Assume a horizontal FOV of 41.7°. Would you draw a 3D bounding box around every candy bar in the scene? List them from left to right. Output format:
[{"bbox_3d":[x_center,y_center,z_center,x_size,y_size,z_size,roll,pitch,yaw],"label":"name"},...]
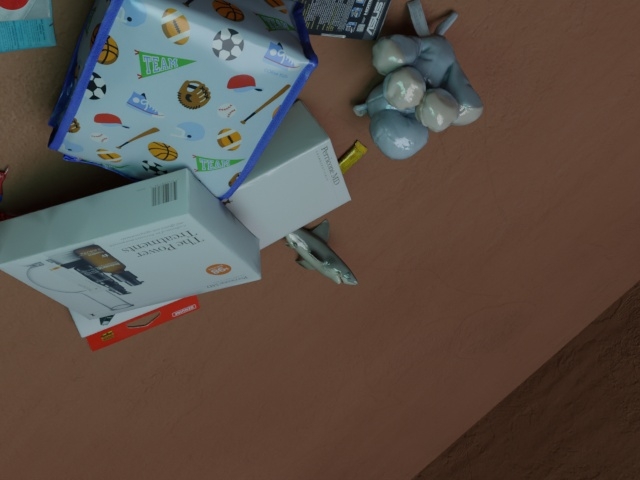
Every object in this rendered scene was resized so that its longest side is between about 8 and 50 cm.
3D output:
[{"bbox_3d":[0.037,-0.157,1.870,0.161,0.018,0.040,-42,136,10],"label":"candy bar"}]

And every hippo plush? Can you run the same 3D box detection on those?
[{"bbox_3d":[0.154,-0.297,1.680,0.234,0.294,0.236,6,150,-34],"label":"hippo plush"}]

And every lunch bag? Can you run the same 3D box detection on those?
[{"bbox_3d":[-0.239,-0.250,1.365,0.328,0.238,0.385,16,130,-22],"label":"lunch bag"}]

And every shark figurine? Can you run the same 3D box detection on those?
[{"bbox_3d":[-0.023,-0.017,1.933,0.116,0.166,0.278,-53,124,-17],"label":"shark figurine"}]

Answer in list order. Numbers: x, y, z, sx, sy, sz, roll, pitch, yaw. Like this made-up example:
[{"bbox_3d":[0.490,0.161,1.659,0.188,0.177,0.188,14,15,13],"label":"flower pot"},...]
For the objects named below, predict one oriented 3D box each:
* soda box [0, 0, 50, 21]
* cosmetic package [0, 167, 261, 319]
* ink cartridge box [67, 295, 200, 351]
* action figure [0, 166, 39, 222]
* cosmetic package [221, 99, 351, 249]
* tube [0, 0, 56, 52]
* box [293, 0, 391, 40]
[{"bbox_3d":[-0.439,-0.394,1.111,0.098,0.286,0.091,-13,135,-25],"label":"soda box"},{"bbox_3d":[-0.335,0.020,1.506,0.377,0.097,0.284,-14,153,17],"label":"cosmetic package"},{"bbox_3d":[-0.401,0.141,1.844,0.275,0.060,0.238,-22,137,-14],"label":"ink cartridge box"},{"bbox_3d":[-0.520,-0.048,1.554,0.280,0.091,0.139,6,132,-39],"label":"action figure"},{"bbox_3d":[-0.145,-0.099,1.703,0.366,0.155,0.197,-29,139,-4],"label":"cosmetic package"},{"bbox_3d":[-0.520,-0.322,1.318,0.207,0.052,0.080,-18,143,-25],"label":"tube"},{"bbox_3d":[0.017,-0.541,1.419,0.318,0.097,0.394,-6,133,-33],"label":"box"}]
